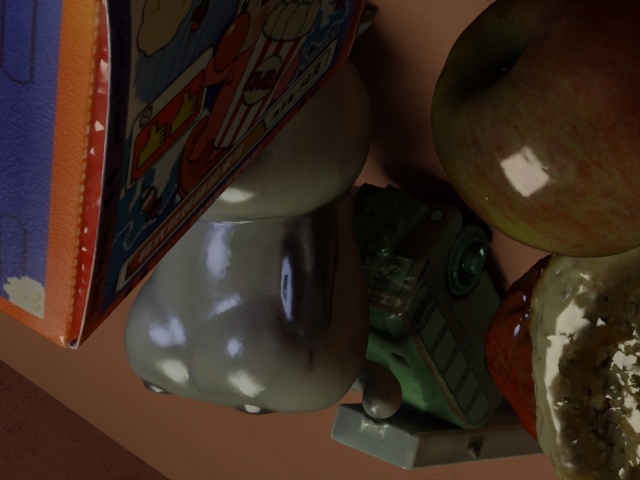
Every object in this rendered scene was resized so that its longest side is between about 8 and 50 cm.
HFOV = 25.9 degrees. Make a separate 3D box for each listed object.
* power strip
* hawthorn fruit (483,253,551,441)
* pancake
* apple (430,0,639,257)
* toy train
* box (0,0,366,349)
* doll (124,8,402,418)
[{"bbox_3d":[0.152,0.212,1.558,0.106,0.043,0.367,18,-174,36],"label":"power strip"},{"bbox_3d":[0.269,0.117,1.248,0.205,0.205,0.253,4,150,49],"label":"hawthorn fruit"},{"bbox_3d":[0.324,0.101,1.073,0.356,0.065,0.356,1,118,2],"label":"pancake"},{"bbox_3d":[0.176,-0.082,0.958,0.174,0.188,0.188,38,158,-25],"label":"apple"},{"bbox_3d":[0.111,0.081,1.422,0.129,0.159,0.326,19,156,33],"label":"toy train"},{"bbox_3d":[-0.140,-0.184,0.860,0.257,0.349,0.318,28,139,11],"label":"box"},{"bbox_3d":[-0.058,-0.009,1.199,0.215,0.226,0.370,11,113,47],"label":"doll"}]
